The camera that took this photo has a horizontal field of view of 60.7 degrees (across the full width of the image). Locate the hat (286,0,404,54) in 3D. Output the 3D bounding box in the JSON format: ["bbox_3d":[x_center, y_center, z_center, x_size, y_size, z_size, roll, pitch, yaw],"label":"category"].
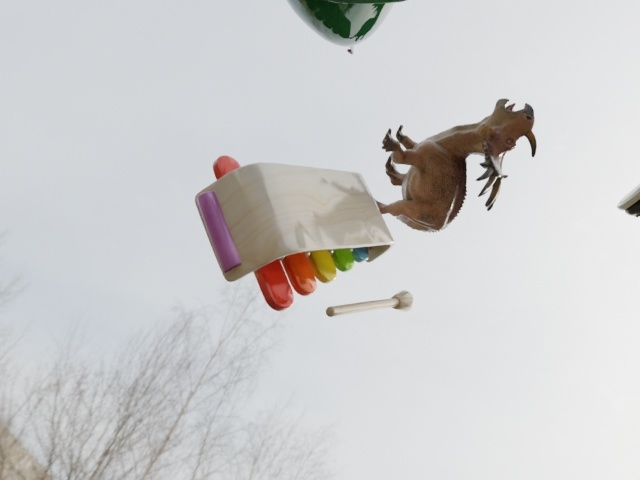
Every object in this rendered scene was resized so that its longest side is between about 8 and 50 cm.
[{"bbox_3d":[0.012,-0.217,0.580,0.173,0.208,0.183,54,-31,27],"label":"hat"}]

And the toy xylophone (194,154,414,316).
[{"bbox_3d":[0.000,0.000,0.704,0.081,0.236,0.322,-34,-25,33],"label":"toy xylophone"}]

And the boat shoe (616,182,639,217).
[{"bbox_3d":[0.679,-0.110,0.979,0.113,0.340,0.127,56,-25,12],"label":"boat shoe"}]

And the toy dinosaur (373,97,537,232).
[{"bbox_3d":[0.187,-0.084,0.847,0.200,0.127,0.296,26,-40,9],"label":"toy dinosaur"}]
